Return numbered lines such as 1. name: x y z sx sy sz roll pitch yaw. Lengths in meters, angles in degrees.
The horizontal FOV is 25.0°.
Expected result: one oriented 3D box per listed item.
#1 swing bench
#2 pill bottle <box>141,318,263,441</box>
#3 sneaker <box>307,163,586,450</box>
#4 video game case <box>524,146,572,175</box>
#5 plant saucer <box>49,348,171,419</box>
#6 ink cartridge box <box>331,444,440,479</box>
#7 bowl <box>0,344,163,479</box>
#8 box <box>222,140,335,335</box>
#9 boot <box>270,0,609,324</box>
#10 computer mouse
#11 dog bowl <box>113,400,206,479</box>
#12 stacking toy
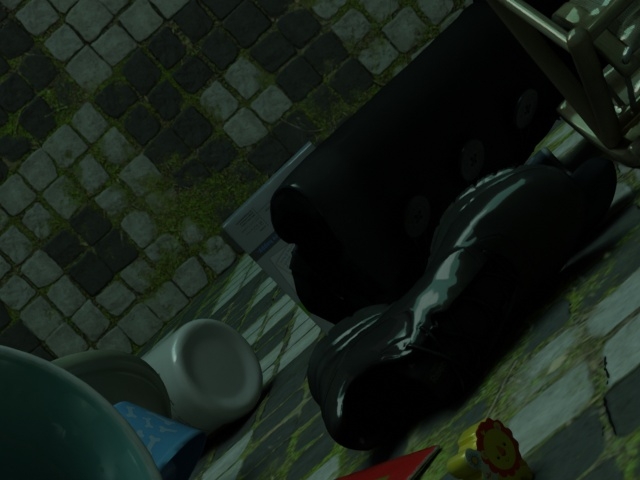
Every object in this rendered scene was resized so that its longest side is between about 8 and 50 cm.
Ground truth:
1. swing bench: 0.300 -0.216 1.228 0.253 0.255 0.165 -44 47 2
2. pill bottle: -0.185 0.200 1.771 0.229 0.131 0.131 -38 9 41
3. sneaker: 0.107 0.063 1.139 0.286 0.109 0.130 -49 15 15
4. video game case: 0.180 -0.020 1.465 0.173 0.022 0.190 -42 7 9
5. plant saucer: -0.262 0.294 1.355 0.400 0.100 0.400 -39 -31 -29
6. ink cartridge box: -0.073 0.252 1.089 0.261 0.066 0.296 -49 9 -34
7. bowl: -0.261 0.239 0.977 0.311 0.311 0.163 -48 -11 -31
8. box: 0.000 0.000 1.688 0.145 0.186 0.038 -43 9 4
9. boot: 0.110 -0.170 1.339 0.445 0.367 0.146 -43 39 -20
10. computer mouse: 0.167 0.026 1.221 0.242 0.041 0.071 -49 -12 16
11. dog bowl: -0.205 0.261 1.174 0.297 0.074 0.166 -58 -9 4
12. stacking toy: 0.023 0.210 0.840 0.167 0.052 0.221 -38 9 40
